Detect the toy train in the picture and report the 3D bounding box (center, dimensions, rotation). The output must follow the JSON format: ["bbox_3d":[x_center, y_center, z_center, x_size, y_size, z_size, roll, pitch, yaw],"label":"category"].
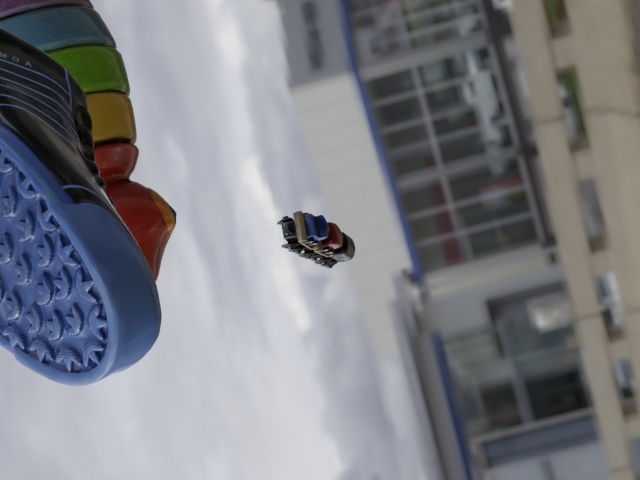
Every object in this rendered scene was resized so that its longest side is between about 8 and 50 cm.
[{"bbox_3d":[0.000,0.000,1.438,0.158,0.036,0.027,28,-129,-75],"label":"toy train"}]

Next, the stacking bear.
[{"bbox_3d":[-0.200,-0.080,1.369,0.175,0.164,0.289,103,145,-81],"label":"stacking bear"}]

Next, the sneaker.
[{"bbox_3d":[-0.121,-0.031,0.748,0.232,0.090,0.081,44,127,32],"label":"sneaker"}]
